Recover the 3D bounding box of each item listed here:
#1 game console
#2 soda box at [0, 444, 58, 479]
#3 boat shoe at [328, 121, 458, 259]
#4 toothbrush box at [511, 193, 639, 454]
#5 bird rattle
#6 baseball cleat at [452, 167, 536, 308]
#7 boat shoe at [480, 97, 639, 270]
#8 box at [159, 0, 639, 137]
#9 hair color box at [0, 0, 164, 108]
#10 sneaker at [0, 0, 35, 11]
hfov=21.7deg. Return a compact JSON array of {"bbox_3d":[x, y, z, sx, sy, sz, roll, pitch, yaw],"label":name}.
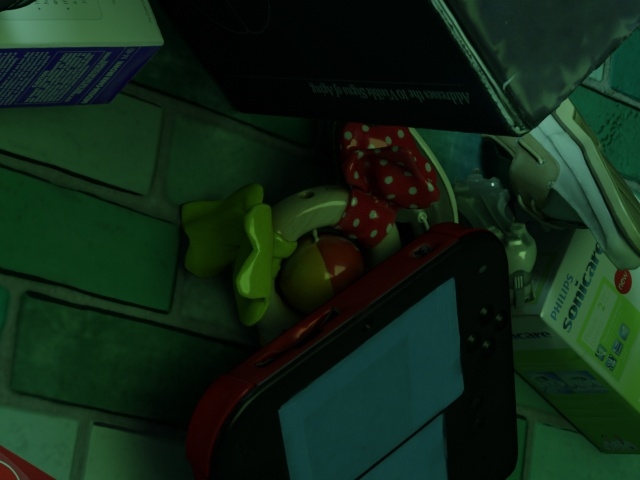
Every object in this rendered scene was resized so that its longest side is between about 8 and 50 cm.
[{"bbox_3d":[0.048,0.194,1.568,0.386,0.060,0.342,-34,129,-31],"label":"game console"},{"bbox_3d":[-0.262,0.225,1.366,0.263,0.092,0.083,40,62,-31],"label":"soda box"},{"bbox_3d":[0.082,0.013,1.671,0.095,0.112,0.335,-41,115,-40],"label":"boat shoe"},{"bbox_3d":[0.317,0.081,1.863,0.283,0.122,0.206,42,60,-28],"label":"toothbrush box"},{"bbox_3d":[0.000,0.000,1.580,0.253,0.143,0.207,-26,129,-21],"label":"bird rattle"},{"bbox_3d":[0.174,0.006,1.734,0.072,0.206,0.109,-4,114,-3],"label":"baseball cleat"},{"bbox_3d":[0.255,-0.057,1.731,0.113,0.103,0.302,47,13,-34],"label":"boat shoe"},{"bbox_3d":[0.006,-0.359,1.366,0.297,0.480,0.472,-42,114,-18],"label":"box"},{"bbox_3d":[-0.311,-0.203,1.320,0.339,0.110,0.185,-6,67,-42],"label":"hair color box"},{"bbox_3d":[-0.321,-0.247,1.201,0.282,0.099,0.153,37,24,10],"label":"sneaker"}]
